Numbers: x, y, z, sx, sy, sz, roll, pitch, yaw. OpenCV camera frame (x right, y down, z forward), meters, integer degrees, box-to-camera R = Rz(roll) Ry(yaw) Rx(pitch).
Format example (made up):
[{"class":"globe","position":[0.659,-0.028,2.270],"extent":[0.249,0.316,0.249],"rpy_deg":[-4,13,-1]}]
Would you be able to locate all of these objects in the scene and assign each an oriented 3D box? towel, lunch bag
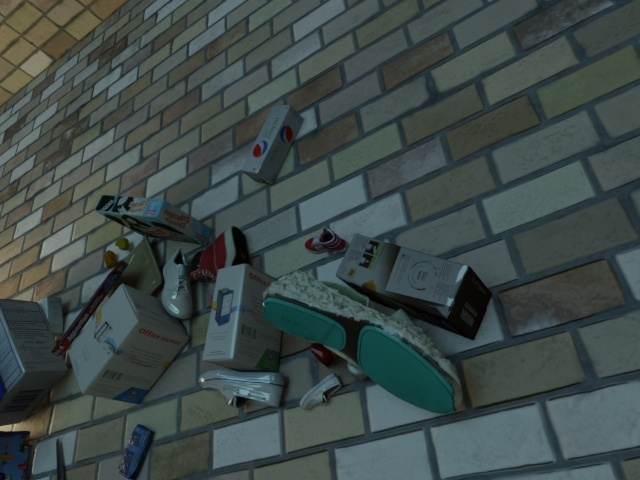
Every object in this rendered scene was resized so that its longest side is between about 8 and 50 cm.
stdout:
[{"class":"towel","position":[-0.458,0.519,1.262],"extent":[0.067,0.029,0.120],"rpy_deg":[6,71,39]},{"class":"lunch bag","position":[-0.989,0.713,1.497],"extent":[0.293,0.138,0.221],"rpy_deg":[-35,52,28]}]

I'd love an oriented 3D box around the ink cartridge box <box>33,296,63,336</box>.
[{"class":"ink cartridge box","position":[-0.970,0.337,1.720],"extent":[0.275,0.060,0.239],"rpy_deg":[-19,73,27]}]

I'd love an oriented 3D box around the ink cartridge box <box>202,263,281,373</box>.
[{"class":"ink cartridge box","position":[-0.162,0.178,1.143],"extent":[0.093,0.154,0.213],"rpy_deg":[-11,61,33]}]

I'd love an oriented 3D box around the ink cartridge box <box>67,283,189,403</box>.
[{"class":"ink cartridge box","position":[-0.496,0.268,1.329],"extent":[0.233,0.171,0.168],"rpy_deg":[-50,47,3]}]

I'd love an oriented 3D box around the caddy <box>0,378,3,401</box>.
[{"class":"caddy","position":[-1.042,0.401,1.396],"extent":[0.179,0.241,0.341],"rpy_deg":[-44,64,7]}]

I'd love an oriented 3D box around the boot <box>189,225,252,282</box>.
[{"class":"boot","position":[-0.263,0.097,1.311],"extent":[0.176,0.088,0.244],"rpy_deg":[-34,43,18]}]

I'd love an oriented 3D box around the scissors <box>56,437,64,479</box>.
[{"class":"scissors","position":[-0.680,0.662,1.359],"extent":[0.109,0.021,0.297],"rpy_deg":[-30,51,23]}]

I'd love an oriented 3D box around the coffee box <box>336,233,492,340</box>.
[{"class":"coffee box","position":[0.171,0.083,0.958],"extent":[0.246,0.141,0.098],"rpy_deg":[17,77,41]}]

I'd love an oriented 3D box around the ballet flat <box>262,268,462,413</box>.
[{"class":"ballet flat","position":[0.081,0.154,0.929],"extent":[0.408,0.147,0.147],"rpy_deg":[25,82,23]}]

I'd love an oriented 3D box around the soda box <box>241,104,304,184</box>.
[{"class":"soda box","position":[-0.132,-0.266,1.418],"extent":[0.073,0.069,0.216],"rpy_deg":[15,75,41]}]

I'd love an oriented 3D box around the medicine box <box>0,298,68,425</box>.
[{"class":"medicine box","position":[-0.963,0.373,1.581],"extent":[0.263,0.149,0.289],"rpy_deg":[-45,63,12]}]

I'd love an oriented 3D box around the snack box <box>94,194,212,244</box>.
[{"class":"snack box","position":[-0.489,-0.061,1.491],"extent":[0.321,0.187,0.060],"rpy_deg":[6,70,39]}]

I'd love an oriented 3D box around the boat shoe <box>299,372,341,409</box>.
[{"class":"boat shoe","position":[0.002,0.313,1.032],"extent":[0.100,0.035,0.035],"rpy_deg":[-41,46,3]}]

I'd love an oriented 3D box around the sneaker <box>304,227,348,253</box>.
[{"class":"sneaker","position":[0.000,0.000,1.178],"extent":[0.118,0.067,0.042],"rpy_deg":[-1,66,36]}]

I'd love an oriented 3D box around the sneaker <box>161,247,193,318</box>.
[{"class":"sneaker","position":[-0.379,0.109,1.375],"extent":[0.094,0.080,0.212],"rpy_deg":[-56,41,32]}]

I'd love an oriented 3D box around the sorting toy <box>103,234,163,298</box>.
[{"class":"sorting toy","position":[-0.584,0.097,1.581],"extent":[0.229,0.041,0.307],"rpy_deg":[-47,48,12]}]

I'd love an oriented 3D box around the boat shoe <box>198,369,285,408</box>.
[{"class":"boat shoe","position":[-0.183,0.329,1.125],"extent":[0.226,0.083,0.076],"rpy_deg":[-10,60,31]}]

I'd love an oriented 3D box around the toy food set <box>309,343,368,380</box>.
[{"class":"toy food set","position":[0.044,0.206,1.039],"extent":[0.232,0.105,0.111],"rpy_deg":[29,71,24]}]

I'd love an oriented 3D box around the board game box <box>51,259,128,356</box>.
[{"class":"board game box","position":[-0.649,0.189,1.445],"extent":[0.145,0.027,0.281],"rpy_deg":[-31,28,50]}]
